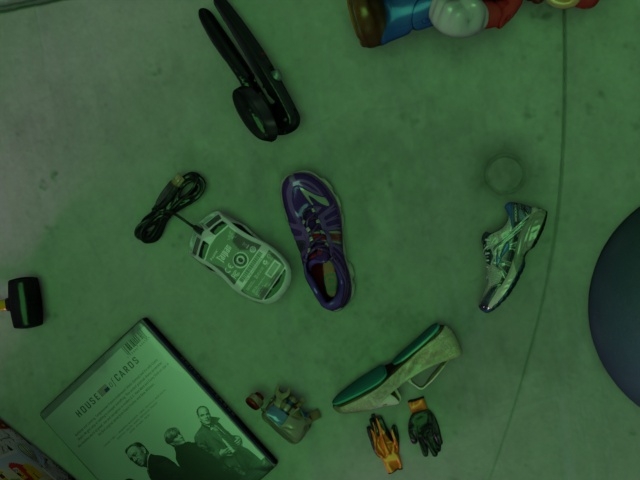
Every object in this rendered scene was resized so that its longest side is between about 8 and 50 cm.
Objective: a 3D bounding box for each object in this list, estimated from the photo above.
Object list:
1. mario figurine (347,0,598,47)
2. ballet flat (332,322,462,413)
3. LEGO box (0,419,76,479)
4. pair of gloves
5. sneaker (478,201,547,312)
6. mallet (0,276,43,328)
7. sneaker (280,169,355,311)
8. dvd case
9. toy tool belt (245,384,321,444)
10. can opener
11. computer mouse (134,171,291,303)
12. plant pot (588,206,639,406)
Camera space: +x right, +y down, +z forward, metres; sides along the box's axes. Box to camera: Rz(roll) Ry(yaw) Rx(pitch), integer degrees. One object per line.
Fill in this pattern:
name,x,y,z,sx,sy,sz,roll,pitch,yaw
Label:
mario figurine,0.180,-0.321,1.331,0.320,0.170,0.198,-13,91,9
ballet flat,0.092,0.163,1.437,0.168,0.057,0.052,-37,100,8
LEGO box,-0.367,0.403,1.285,0.372,0.500,0.193,38,98,1
pair of gloves,0.100,0.230,1.463,0.083,0.010,0.074,-22,91,5
sneaker,0.209,0.017,1.419,0.058,0.052,0.135,26,90,14
mallet,-0.425,0.093,1.501,0.189,0.039,0.062,-15,90,12
sneaker,0.000,0.000,1.425,0.068,0.071,0.170,-19,92,8
dvd case,-0.196,0.238,1.488,0.179,0.029,0.239,-42,89,8
toy tool belt,-0.043,0.198,1.463,0.083,0.052,0.051,42,67,-1
can opener,-0.082,-0.201,1.426,0.059,0.073,0.186,-28,82,16
computer mouse,-0.117,0.007,1.455,0.193,0.042,0.106,37,93,8
plant pot,0.444,0.085,1.319,0.290,0.195,0.290,1,95,6
